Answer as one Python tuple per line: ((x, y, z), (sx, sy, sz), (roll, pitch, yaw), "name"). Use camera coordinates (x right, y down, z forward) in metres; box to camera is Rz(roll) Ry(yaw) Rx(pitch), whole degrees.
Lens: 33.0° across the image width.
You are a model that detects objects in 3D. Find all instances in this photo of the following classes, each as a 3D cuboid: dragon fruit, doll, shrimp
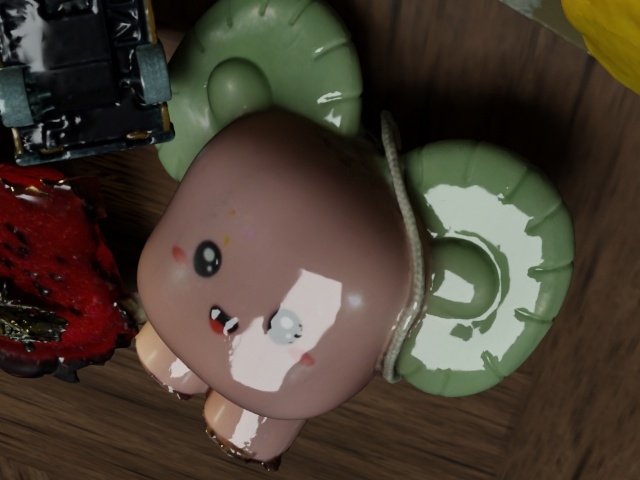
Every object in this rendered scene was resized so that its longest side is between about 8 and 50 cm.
((-0.288, 0.003, 0.878), (0.343, 0.100, 0.282), (9, 138, 17), "dragon fruit")
((0.000, 0.000, 0.679), (0.284, 0.216, 0.268), (41, 120, 10), "doll")
((-0.269, 0.039, 0.812), (0.161, 0.034, 0.091), (19, 143, 4), "shrimp")

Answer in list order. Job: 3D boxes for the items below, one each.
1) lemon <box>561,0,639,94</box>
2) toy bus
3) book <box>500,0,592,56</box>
((0.175, -0.137, 0.340), (0.233, 0.288, 0.234), (1, 91, 24), "lemon")
((-0.140, -0.154, 0.590), (0.098, 0.114, 0.201), (-10, 129, -9), "toy bus")
((0.134, -0.159, 0.529), (0.198, 0.016, 0.138), (30, 142, -5), "book")
